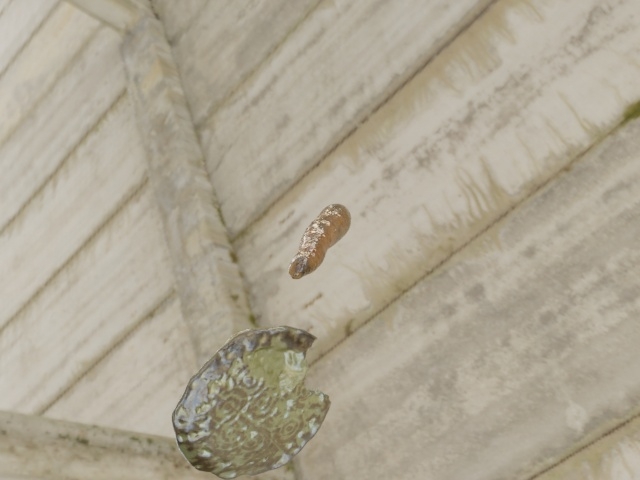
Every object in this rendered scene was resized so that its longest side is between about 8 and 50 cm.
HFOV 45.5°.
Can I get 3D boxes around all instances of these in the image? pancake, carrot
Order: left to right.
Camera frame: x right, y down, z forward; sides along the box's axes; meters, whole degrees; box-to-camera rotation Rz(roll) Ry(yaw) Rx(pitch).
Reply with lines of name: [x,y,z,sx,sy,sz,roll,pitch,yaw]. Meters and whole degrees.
pancake: [-0.081,0.206,0.951,0.029,0.211,0.235,40,-38,49]
carrot: [-0.001,-0.001,0.753,0.035,0.165,0.036,6,-68,16]
